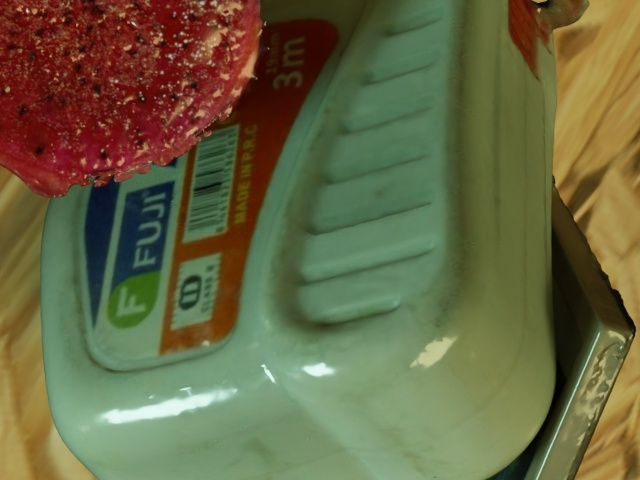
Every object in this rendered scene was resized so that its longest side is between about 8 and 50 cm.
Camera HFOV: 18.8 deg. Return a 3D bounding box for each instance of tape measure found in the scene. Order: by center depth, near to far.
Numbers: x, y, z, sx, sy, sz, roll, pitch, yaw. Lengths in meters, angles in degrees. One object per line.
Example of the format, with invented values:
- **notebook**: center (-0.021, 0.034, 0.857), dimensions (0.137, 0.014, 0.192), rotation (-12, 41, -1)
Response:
- **tape measure**: center (0.001, 0.000, 0.846), dimensions (0.246, 0.243, 0.125), rotation (-15, 137, 25)

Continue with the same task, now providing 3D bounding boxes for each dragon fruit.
- **dragon fruit**: center (-0.105, -0.097, 0.813), dimensions (0.153, 0.111, 0.153), rotation (0, 88, -11)

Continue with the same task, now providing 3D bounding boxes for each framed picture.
- **framed picture**: center (0.075, 0.084, 0.940), dimensions (0.024, 0.315, 0.232), rotation (18, 107, -8)
